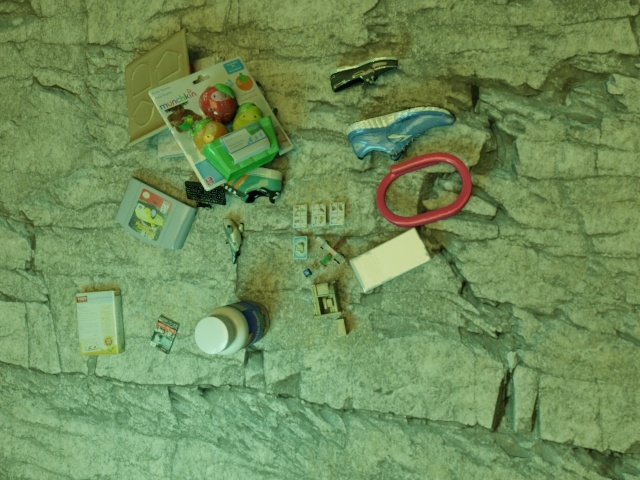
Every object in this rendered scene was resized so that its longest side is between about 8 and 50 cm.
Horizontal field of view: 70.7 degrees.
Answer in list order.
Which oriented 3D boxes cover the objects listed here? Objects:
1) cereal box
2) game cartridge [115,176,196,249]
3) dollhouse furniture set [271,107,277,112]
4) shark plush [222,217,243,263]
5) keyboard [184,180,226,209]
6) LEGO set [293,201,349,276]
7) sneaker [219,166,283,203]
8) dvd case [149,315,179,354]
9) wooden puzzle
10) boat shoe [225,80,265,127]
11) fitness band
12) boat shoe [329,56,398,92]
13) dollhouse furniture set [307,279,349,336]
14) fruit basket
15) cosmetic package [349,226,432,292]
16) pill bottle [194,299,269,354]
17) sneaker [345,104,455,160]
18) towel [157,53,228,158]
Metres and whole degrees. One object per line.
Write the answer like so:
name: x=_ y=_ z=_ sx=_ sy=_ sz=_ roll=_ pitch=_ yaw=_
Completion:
cereal box: x=-0.835 y=0.311 z=1.712 sx=0.173 sy=0.047 sz=0.239 roll=-5 pitch=87 yaw=15
game cartridge: x=-0.612 y=-0.091 z=1.657 sx=0.295 sy=0.060 sz=0.195 roll=26 pitch=100 yaw=14
dollhouse furniture set: x=-0.160 y=-0.376 z=1.553 sx=0.076 sy=0.058 sz=0.151 roll=-11 pitch=106 yaw=8
shark plush: x=-0.307 y=-0.001 z=1.587 sx=0.067 sy=0.073 sz=0.161 roll=0 pitch=111 yaw=34
keyboard: x=-0.407 y=-0.150 z=1.572 sx=0.192 sy=0.038 sz=0.100 roll=11 pitch=123 yaw=33
LEGO set: x=0.000 y=0.000 z=1.502 sx=0.183 sy=0.060 sz=0.244 roll=-4 pitch=79 yaw=19
sneaker: x=-0.281 y=-0.192 z=1.538 sx=0.303 sy=0.108 sz=0.120 roll=8 pitch=87 yaw=14
dvd case: x=-0.575 y=0.347 z=1.659 sx=0.087 sy=0.013 sz=0.119 roll=22 pitch=94 yaw=15
wooden puzzle: x=-0.551 y=-0.520 z=1.570 sx=0.322 sy=0.081 sz=0.347 roll=-14 pitch=75 yaw=30
boat shoe: x=-0.293 y=-0.475 z=1.567 sx=0.229 sy=0.080 sz=0.076 roll=-30 pitch=53 yaw=23
fitness band: x=0.313 y=-0.153 z=1.387 sx=0.291 sy=0.054 sz=0.208 roll=-16 pitch=75 yaw=14
boat shoe: x=0.141 y=-0.530 z=1.447 sx=0.228 sy=0.081 sz=0.068 roll=-6 pitch=90 yaw=22
dollhouse furniture set: x=0.009 y=0.224 z=1.425 sx=0.101 sy=0.161 sz=0.181 roll=-12 pitch=85 yaw=15
fruit basket: x=-0.299 y=-0.378 z=1.409 sx=0.327 sy=0.165 sz=0.352 roll=-30 pitch=97 yaw=-21
cosmetic package: x=0.219 y=0.062 z=1.412 sx=0.231 sy=0.085 sz=0.117 roll=-27 pitch=82 yaw=11
pill bottle: x=-0.282 y=0.280 z=1.446 sx=0.153 sy=0.272 sz=0.152 roll=0 pitch=90 yaw=15
sneaker: x=0.253 y=-0.328 z=1.403 sx=0.330 sy=0.130 sz=0.147 roll=-11 pitch=101 yaw=18
towel: x=-0.458 y=-0.464 z=1.579 sx=0.317 sy=0.053 sz=0.331 roll=1 pitch=87 yaw=33
